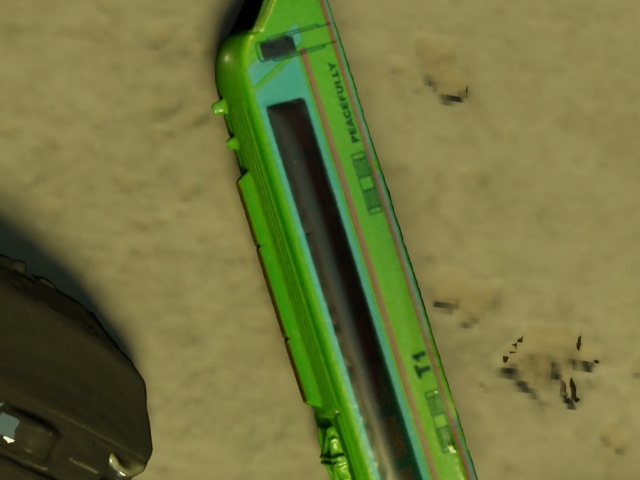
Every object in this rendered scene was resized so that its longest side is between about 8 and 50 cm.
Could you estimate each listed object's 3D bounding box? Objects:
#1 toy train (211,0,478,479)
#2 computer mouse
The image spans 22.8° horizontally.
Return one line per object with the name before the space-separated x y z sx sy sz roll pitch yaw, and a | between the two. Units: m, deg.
toy train | 0.000 0.000 0.512 0.042 0.044 0.209 -17 88 -15
computer mouse | -0.125 0.040 0.466 0.172 0.057 0.099 28 76 -14
